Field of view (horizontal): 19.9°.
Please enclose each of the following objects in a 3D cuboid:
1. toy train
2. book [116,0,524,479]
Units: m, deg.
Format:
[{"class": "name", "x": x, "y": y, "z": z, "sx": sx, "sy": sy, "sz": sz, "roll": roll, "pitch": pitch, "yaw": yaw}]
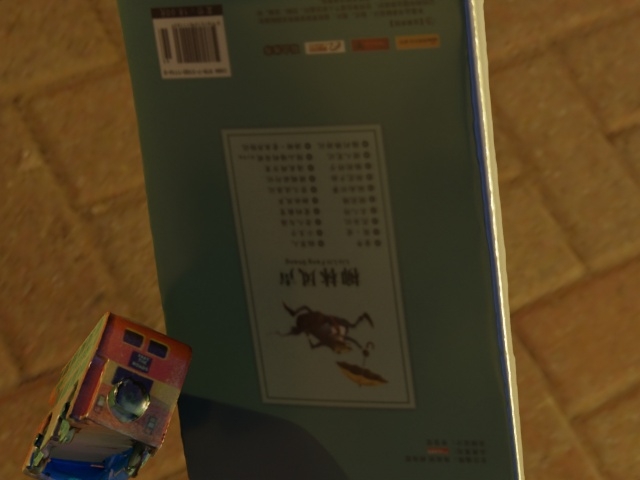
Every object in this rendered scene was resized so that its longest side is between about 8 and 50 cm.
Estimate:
[{"class": "toy train", "x": -0.147, "y": 0.118, "z": 1.260, "sx": 0.072, "sy": 0.188, "sz": 0.099, "roll": 27, "pitch": 61, "yaw": -10}, {"class": "book", "x": 0.000, "y": 0.000, "z": 1.240, "sx": 0.031, "sy": 0.264, "sz": 0.379, "roll": -37, "pitch": 125, "yaw": -59}]
